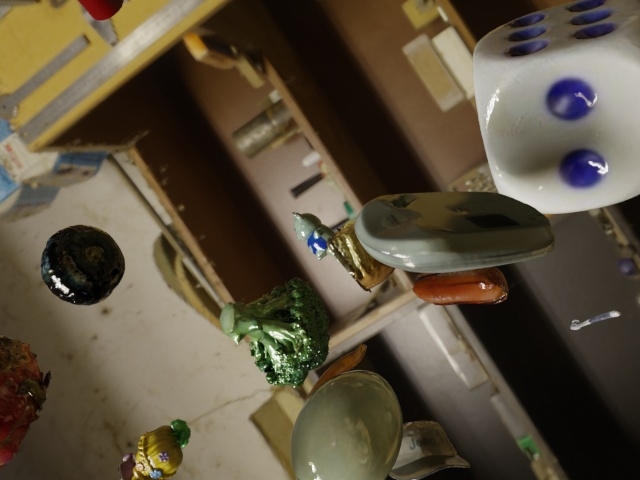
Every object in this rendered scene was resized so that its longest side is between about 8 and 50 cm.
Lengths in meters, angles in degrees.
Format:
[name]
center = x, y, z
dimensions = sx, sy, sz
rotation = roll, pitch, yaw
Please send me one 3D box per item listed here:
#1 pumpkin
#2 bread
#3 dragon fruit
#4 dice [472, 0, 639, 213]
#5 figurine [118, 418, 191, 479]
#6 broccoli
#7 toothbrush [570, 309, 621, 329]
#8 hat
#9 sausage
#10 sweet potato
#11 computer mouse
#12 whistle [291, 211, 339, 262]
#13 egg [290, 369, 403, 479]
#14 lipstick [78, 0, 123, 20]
[pumpkin]
center = -0.656, 0.069, 2.159
dimensions = 0.233, 0.163, 0.233
rotation = 28, -134, -33
[bread]
center = 0.130, 0.035, 2.216
dimensions = 0.204, 0.163, 0.262
rotation = 61, -167, -8
[dragon fruit]
center = -0.705, 0.294, 1.420
dimensions = 0.296, 0.314, 0.263
rotation = 38, -178, 38
[dice]
center = 0.450, -0.241, 1.394
dimensions = 0.277, 0.304, 0.304
rotation = -68, -37, -55
[figurine]
center = -0.304, 0.417, 1.476
dimensions = 0.095, 0.156, 0.115
rotation = 50, -174, -39
[broccoli]
center = -0.098, 0.205, 1.821
dimensions = 0.270, 0.270, 0.270
rotation = 18, -145, -29
[toothbrush]
center = 0.783, 0.225, 2.230
dimensions = 0.024, 0.026, 0.288
rotation = 21, 165, -1
[hat]
center = 0.281, 0.551, 2.088
dimensions = 0.244, 0.214, 0.149
rotation = 123, 134, -68
[sausage]
center = 0.347, 0.111, 1.965
dimensions = 0.102, 0.102, 0.330
rotation = 53, 155, -14
[sweet potato]
center = 0.027, 0.375, 2.094
dimensions = 0.057, 0.264, 0.057
rotation = 39, 179, 1
[computer mouse]
center = 0.207, -0.008, 1.199
dimensions = 0.331, 0.095, 0.197
rotation = -4, -150, -29
[whistle]
center = 0.000, 0.000, 2.334
dimensions = 0.244, 0.092, 0.110
rotation = 44, 170, 10
[egg]
center = 0.048, 0.339, 1.361
dimensions = 0.186, 0.187, 0.253
rotation = 50, -127, -23
[lipstick]
center = -0.452, -0.498, 1.416
dimensions = 0.080, 0.080, 0.241
rotation = 65, -172, 29
